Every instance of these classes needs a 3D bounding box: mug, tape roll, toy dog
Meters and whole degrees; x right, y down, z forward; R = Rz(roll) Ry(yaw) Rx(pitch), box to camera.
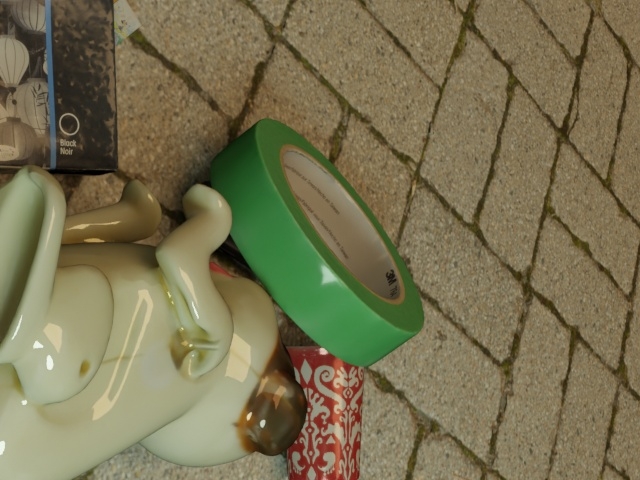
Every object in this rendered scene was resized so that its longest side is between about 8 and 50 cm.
[{"bbox_3d":[0.017,0.219,1.396,0.150,0.113,0.169,6,81,-45],"label":"mug"},{"bbox_3d":[0.000,0.000,1.323,0.321,0.077,0.321,47,18,-20],"label":"tape roll"},{"bbox_3d":[-0.190,0.119,1.071,0.408,0.285,0.395,13,73,-47],"label":"toy dog"}]

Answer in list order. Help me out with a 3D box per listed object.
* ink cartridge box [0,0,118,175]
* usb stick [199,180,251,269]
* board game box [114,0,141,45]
[{"bbox_3d":[-0.302,-0.236,1.147,0.165,0.065,0.332,-2,88,-40],"label":"ink cartridge box"},{"bbox_3d":[-0.059,0.016,1.401,0.278,0.045,0.077,35,62,-37],"label":"usb stick"},{"bbox_3d":[-0.282,-0.283,1.235,0.154,0.026,0.103,58,46,-22],"label":"board game box"}]
